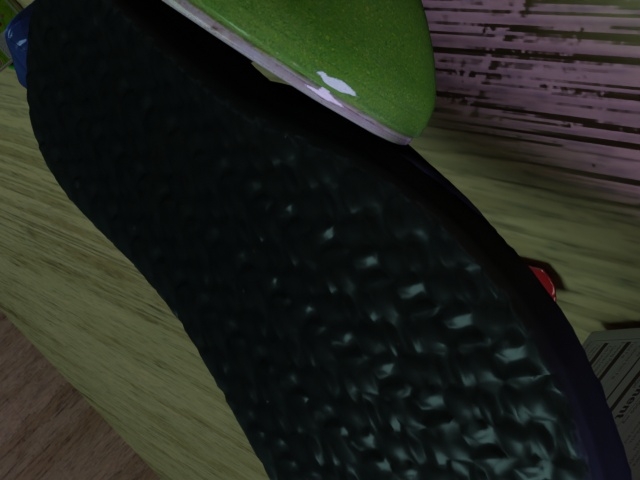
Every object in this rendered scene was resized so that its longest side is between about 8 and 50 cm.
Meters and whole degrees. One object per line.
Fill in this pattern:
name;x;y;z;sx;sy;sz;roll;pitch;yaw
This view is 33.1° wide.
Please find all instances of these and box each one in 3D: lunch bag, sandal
lunch bag;-0.178;-0.129;0.781;0.065;0.067;0.098;39;161;11
sandal;0.000;-0.003;0.500;0.446;0.107;0.167;48;133;34

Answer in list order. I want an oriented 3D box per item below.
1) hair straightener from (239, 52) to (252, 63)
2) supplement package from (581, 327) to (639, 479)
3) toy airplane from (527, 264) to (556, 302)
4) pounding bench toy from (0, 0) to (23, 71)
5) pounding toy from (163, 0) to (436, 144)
hair straightener;-0.127;-0.186;0.621;0.230;0.047;0.089;41;160;18
supplement package;0.205;0.200;0.531;0.262;0.204;0.145;45;161;-9
toy airplane;0.099;0.043;0.672;0.151;0.028;0.151;38;161;16
pounding bench toy;-0.265;-0.160;0.904;0.083;0.052;0.065;49;159;-18
pounding toy;-0.010;-0.136;0.443;0.183;0.110;0.237;33;-170;-6
